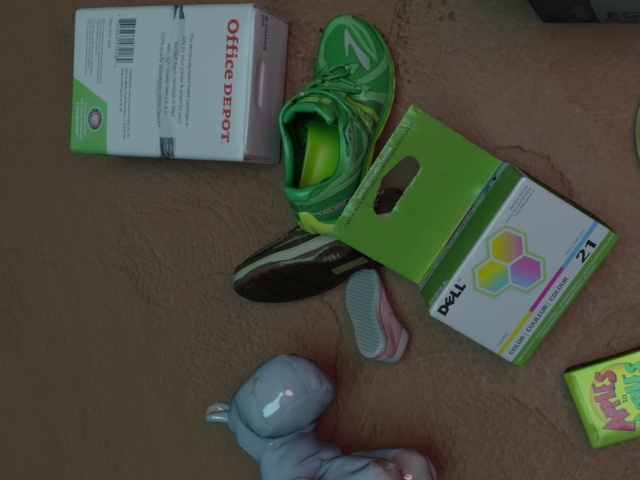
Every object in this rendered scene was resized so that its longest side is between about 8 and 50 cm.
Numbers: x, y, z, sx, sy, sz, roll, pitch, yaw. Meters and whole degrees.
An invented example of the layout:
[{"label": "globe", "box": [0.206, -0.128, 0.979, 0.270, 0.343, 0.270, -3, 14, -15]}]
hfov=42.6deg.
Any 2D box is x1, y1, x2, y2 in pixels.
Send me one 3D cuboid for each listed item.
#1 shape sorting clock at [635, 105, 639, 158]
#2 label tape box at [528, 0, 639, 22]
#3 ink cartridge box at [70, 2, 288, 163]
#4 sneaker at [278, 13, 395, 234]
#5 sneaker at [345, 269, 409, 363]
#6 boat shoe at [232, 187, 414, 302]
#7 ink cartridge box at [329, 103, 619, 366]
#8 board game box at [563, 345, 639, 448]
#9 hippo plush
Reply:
[{"label": "shape sorting clock", "box": [0.453, -0.123, 0.891, 0.206, 0.040, 0.206, 1, 93, 26]}, {"label": "label tape box", "box": [0.277, -0.297, 0.851, 0.334, 0.241, 0.105, 7, 96, 22]}, {"label": "ink cartridge box", "box": [-0.191, -0.208, 1.108, 0.273, 0.115, 0.198, 6, 94, 22]}, {"label": "sneaker", "box": [0.020, -0.156, 0.998, 0.110, 0.123, 0.295, 1, 69, 23]}, {"label": "sneaker", "box": [0.074, 0.097, 1.052, 0.051, 0.070, 0.134, -29, 51, 29]}, {"label": "boat shoe", "box": [0.004, 0.004, 1.062, 0.258, 0.095, 0.095, -18, 51, 19]}, {"label": "ink cartridge box", "box": [0.165, -0.005, 0.926, 0.255, 0.097, 0.188, 30, 104, -11]}, {"label": "board game box", "box": [0.381, 0.164, 0.928, 0.181, 0.043, 0.092, -23, 84, 21]}, {"label": "hippo plush", "box": [-0.004, 0.262, 1.032, 0.294, 0.235, 0.236, 115, 138, -55]}]
